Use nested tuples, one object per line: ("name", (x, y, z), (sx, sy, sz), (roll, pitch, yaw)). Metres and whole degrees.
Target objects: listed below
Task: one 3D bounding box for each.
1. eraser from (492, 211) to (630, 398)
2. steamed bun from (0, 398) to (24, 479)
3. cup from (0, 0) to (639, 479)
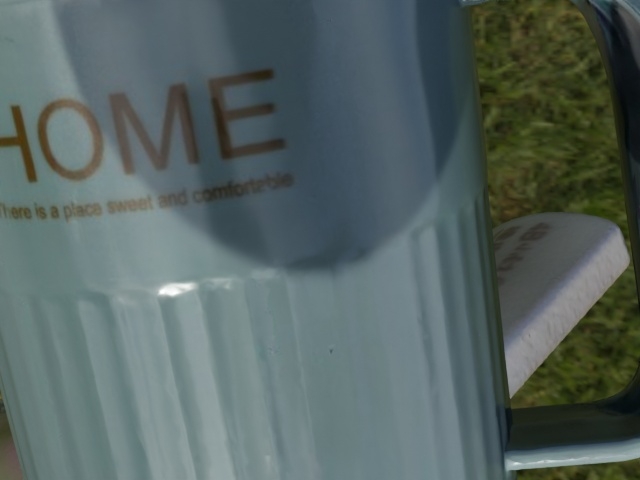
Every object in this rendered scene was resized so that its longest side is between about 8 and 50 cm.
("eraser", (0.167, 0.072, 1.387), (0.270, 0.174, 0.095), (-38, 112, -43))
("steamed bun", (-0.214, 0.195, 1.171), (0.170, 0.238, 0.153), (-34, 107, -39))
("cup", (-0.010, -0.003, 0.703), (0.331, 0.257, 0.311), (-14, 106, -20))
